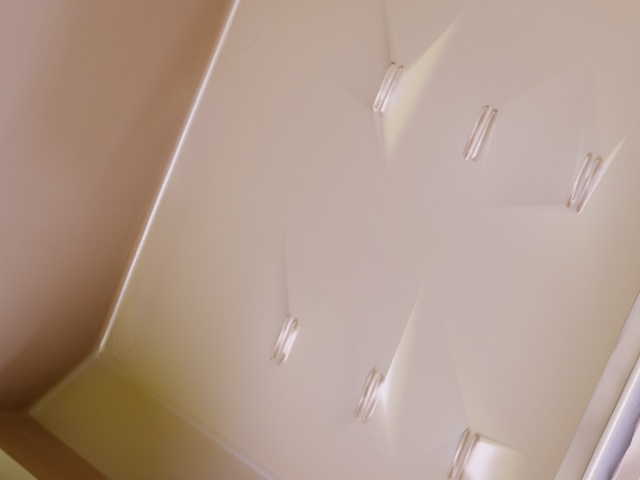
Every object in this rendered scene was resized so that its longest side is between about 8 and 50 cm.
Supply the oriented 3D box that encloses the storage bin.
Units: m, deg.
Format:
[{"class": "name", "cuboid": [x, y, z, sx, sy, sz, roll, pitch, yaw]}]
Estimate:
[{"class": "storage bin", "cuboid": [0.000, 0.000, 0.433, 0.262, 0.123, 0.260, 30, 102, 36]}]
